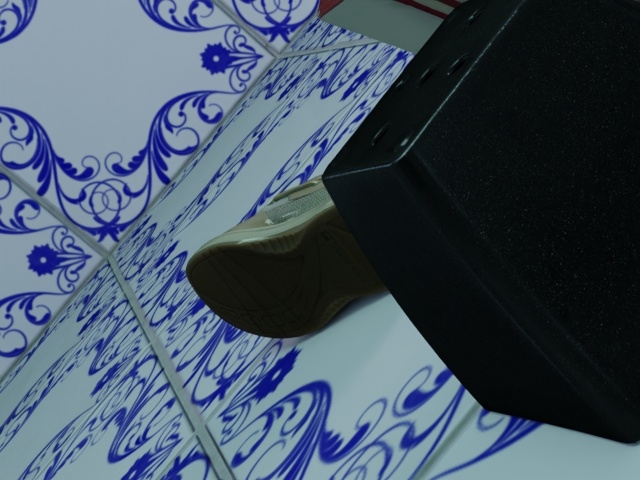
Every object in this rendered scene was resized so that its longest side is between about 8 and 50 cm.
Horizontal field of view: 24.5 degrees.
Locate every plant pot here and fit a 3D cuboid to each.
[{"bbox_3d":[0.113,-0.029,0.747,0.187,0.167,0.188,-52,13,-11],"label":"plant pot"}]

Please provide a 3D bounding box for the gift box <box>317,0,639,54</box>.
[{"bbox_3d":[0.179,-0.236,0.884,0.255,0.258,0.276,175,112,-70],"label":"gift box"}]

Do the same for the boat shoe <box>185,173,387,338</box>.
[{"bbox_3d":[0.000,0.000,1.220,0.302,0.109,0.098,-25,21,51],"label":"boat shoe"}]
